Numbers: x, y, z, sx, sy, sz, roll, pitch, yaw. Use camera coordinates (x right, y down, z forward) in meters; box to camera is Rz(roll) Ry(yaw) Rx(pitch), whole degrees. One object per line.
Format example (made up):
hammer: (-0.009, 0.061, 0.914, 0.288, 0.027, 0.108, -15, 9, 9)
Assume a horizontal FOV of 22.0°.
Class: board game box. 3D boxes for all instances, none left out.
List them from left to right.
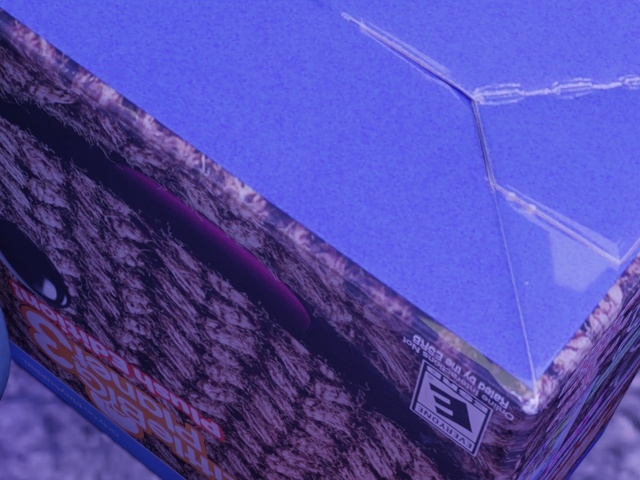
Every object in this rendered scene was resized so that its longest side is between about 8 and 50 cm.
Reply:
board game box: (0.000, 0.000, 0.599, 0.232, 0.291, 0.141, 36, 65, 15)

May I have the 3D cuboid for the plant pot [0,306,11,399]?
plant pot: (-0.244, 0.093, 0.564, 0.271, 0.272, 0.255, 21, 46, 7)
